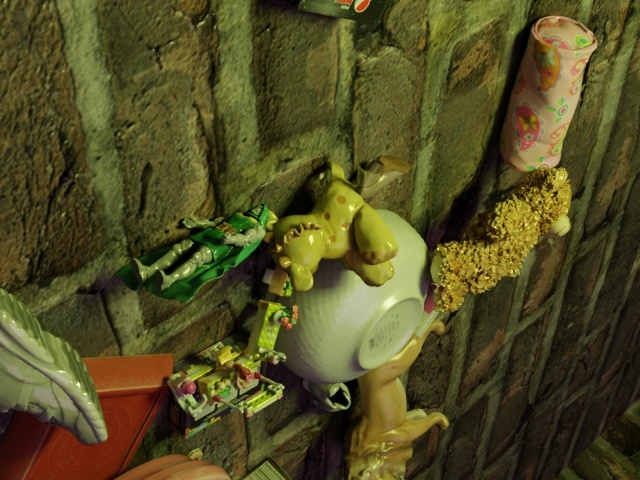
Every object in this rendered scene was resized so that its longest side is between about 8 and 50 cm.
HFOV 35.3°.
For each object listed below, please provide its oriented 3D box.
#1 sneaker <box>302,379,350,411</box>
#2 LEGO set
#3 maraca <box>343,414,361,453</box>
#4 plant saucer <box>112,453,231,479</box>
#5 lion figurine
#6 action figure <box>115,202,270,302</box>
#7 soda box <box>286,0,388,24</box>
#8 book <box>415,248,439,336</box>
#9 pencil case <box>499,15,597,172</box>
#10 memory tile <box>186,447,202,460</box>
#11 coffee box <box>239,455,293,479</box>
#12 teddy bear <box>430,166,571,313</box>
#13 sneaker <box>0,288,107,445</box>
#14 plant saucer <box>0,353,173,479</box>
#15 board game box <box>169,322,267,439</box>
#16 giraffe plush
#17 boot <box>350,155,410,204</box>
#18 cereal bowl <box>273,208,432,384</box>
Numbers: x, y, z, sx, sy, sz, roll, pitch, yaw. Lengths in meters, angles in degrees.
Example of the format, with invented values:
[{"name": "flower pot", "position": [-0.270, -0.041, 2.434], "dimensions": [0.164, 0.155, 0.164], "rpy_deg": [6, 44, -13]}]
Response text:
[{"name": "sneaker", "position": [0.028, 0.305, 1.951], "dimensions": [0.071, 0.083, 0.191], "rpy_deg": [-50, 151, -6]}, {"name": "LEGO set", "position": [-0.095, 0.173, 1.557], "dimensions": [0.287, 0.107, 0.132], "rpy_deg": [-47, 129, -23]}, {"name": "maraca", "position": [0.112, 0.427, 2.176], "dimensions": [0.127, 0.099, 0.185], "rpy_deg": [-55, 156, 7]}, {"name": "plant saucer", "position": [-0.301, 0.452, 1.620], "dimensions": [0.332, 0.084, 0.332], "rpy_deg": [-31, 157, -15]}, {"name": "lion figurine", "position": [0.132, 0.319, 2.013], "dimensions": [0.240, 0.142, 0.392], "rpy_deg": [-16, 104, -30]}, {"name": "action figure", "position": [-0.152, 0.005, 1.383], "dimensions": [0.232, 0.137, 0.063], "rpy_deg": [-33, 133, -42]}, {"name": "soda box", "position": [0.018, -0.322, 1.294], "dimensions": [0.169, 0.053, 0.060], "rpy_deg": [-4, 126, -50]}, {"name": "book", "position": [0.197, 0.100, 1.937], "dimensions": [0.144, 0.096, 0.035], "rpy_deg": [-54, 150, 6]}, {"name": "pencil case", "position": [0.403, -0.255, 1.800], "dimensions": [0.124, 0.124, 0.284], "rpy_deg": [-29, 142, -33]}, {"name": "memory tile", "position": [-0.259, 0.440, 1.786], "dimensions": [0.113, 0.012, 0.148], "rpy_deg": [-25, 141, -36]}, {"name": "coffee box", "position": [-0.167, 0.584, 1.956], "dimensions": [0.297, 0.119, 0.168], "rpy_deg": [-36, 145, -23]}, {"name": "teddy bear", "position": [0.325, 0.010, 1.790], "dimensions": [0.338, 0.113, 0.245], "rpy_deg": [-29, 144, -27]}, {"name": "sneaker", "position": [-0.371, 0.176, 1.276], "dimensions": [0.115, 0.105, 0.281], "rpy_deg": [-32, 128, -1]}, {"name": "plant saucer", "position": [-0.346, 0.286, 1.477], "dimensions": [0.259, 0.047, 0.258], "rpy_deg": [6, 118, -54]}, {"name": "board game box", "position": [-0.166, 0.230, 1.649], "dimensions": [0.170, 0.048, 0.141], "rpy_deg": [-26, 139, -36]}, {"name": "giraffe plush", "position": [0.000, 0.000, 1.523], "dimensions": [0.170, 0.181, 0.210], "rpy_deg": [-31, 136, -17]}, {"name": "boot", "position": [0.091, -0.094, 1.654], "dimensions": [0.118, 0.042, 0.087], "rpy_deg": [-2, 131, -50]}, {"name": "cereal bowl", "position": [0.078, 0.121, 1.765], "dimensions": [0.339, 0.141, 0.339], "rpy_deg": [-34, 146, -27]}]
